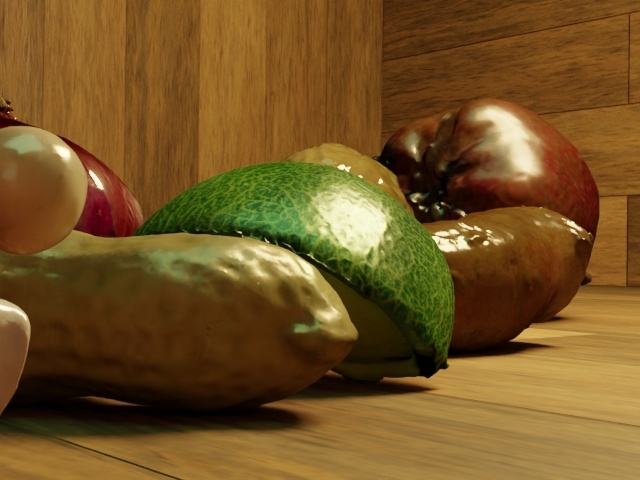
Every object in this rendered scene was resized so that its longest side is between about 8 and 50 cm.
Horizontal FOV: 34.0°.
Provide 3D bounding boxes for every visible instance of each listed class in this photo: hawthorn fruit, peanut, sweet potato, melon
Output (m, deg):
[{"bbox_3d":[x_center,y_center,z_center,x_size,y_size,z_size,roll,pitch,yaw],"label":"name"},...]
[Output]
[{"bbox_3d":[0.228,-0.039,1.400,0.308,0.308,0.324,0,9,38],"label":"hawthorn fruit"},{"bbox_3d":[-0.110,0.040,0.562,0.263,0.101,0.117,1,19,11],"label":"peanut"},{"bbox_3d":[0.109,0.041,0.907,0.131,0.131,0.336,0,8,42],"label":"sweet potato"},{"bbox_3d":[-0.031,-0.003,0.739,0.265,0.129,0.169,-2,36,27],"label":"melon"}]

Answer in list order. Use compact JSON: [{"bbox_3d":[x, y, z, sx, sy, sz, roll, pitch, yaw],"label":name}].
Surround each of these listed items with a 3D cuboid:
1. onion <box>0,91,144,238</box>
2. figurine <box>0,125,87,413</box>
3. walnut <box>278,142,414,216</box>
[{"bbox_3d":[-0.369,-0.044,1.134,0.347,0.285,0.347,-3,-11,-1],"label":"onion"},{"bbox_3d":[-0.164,0.025,0.317,0.200,0.133,0.276,-11,-4,-5],"label":"figurine"},{"bbox_3d":[0.000,0.000,1.030,0.198,0.198,0.245,1,3,7],"label":"walnut"}]
